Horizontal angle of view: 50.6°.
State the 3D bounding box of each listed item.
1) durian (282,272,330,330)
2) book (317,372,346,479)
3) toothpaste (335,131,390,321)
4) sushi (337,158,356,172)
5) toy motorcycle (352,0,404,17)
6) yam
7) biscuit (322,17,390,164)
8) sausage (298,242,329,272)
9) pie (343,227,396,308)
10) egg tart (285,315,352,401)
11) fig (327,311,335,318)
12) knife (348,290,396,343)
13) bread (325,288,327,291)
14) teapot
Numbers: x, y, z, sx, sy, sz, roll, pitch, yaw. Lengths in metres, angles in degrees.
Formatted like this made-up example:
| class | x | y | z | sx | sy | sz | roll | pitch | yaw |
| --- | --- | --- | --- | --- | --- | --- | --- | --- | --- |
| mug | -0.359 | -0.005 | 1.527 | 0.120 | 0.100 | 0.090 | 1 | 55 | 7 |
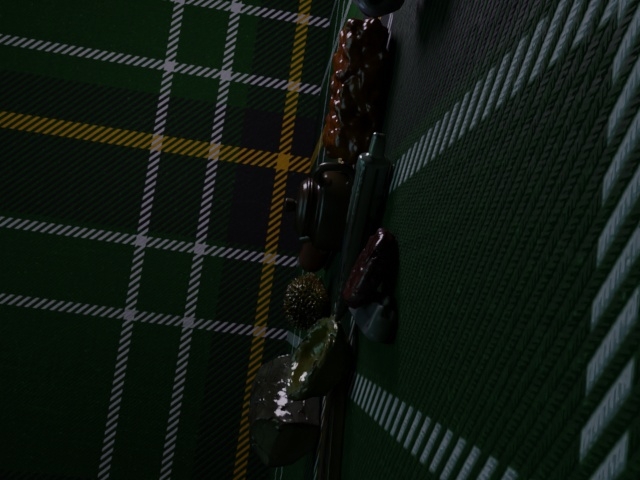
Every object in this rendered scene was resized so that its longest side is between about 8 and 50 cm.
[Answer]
| class | x | y | z | sx | sy | sz | roll | pitch | yaw |
| --- | --- | --- | --- | --- | --- | --- | --- | --- | --- |
| durian | -0.042 | 0.183 | 1.869 | 0.146 | 0.102 | 0.208 | -45 | 49 | 15 |
| book | 0.023 | 0.404 | 1.418 | 0.161 | 0.026 | 0.230 | 109 | 168 | -65 |
| toothpaste | 0.076 | -0.022 | 1.300 | 0.099 | 0.061 | 0.392 | -43 | -32 | -57 |
| sushi | 0.059 | -0.167 | 1.823 | 0.210 | 0.040 | 0.192 | -171 | 89 | -85 |
| toy motorcycle | 0.121 | -0.526 | 1.190 | 0.188 | 0.143 | 0.327 | 109 | 175 | -64 |
| yam | -0.095 | 0.451 | 1.795 | 0.271 | 0.202 | 0.202 | -104 | 20 | -59 |
| biscuit | 0.077 | -0.334 | 1.527 | 0.318 | 0.111 | 0.312 | -103 | 20 | -76 |
| sausage | 0.000 | 0.000 | 1.933 | 0.094 | 0.094 | 0.419 | 53 | 160 | 13 |
| pie | 0.080 | 0.048 | 1.125 | 0.153 | 0.038 | 0.153 | -63 | 4 | 7 |
| egg tart | -0.003 | 0.252 | 1.392 | 0.197 | 0.078 | 0.197 | -51 | 13 | 16 |
| fig | 0.019 | 0.211 | 1.684 | 0.083 | 0.050 | 0.050 | -62 | 10 | 14 |
| knife | 0.086 | 0.117 | 1.135 | 0.265 | 0.041 | 0.073 | -157 | 87 | -85 |
| bread | -0.017 | 0.182 | 1.949 | 0.083 | 0.044 | 0.110 | -10 | 67 | 43 |
| teapot | 0.006 | -0.079 | 1.560 | 0.267 | 0.175 | 0.185 | 104 | 170 | -47 |
